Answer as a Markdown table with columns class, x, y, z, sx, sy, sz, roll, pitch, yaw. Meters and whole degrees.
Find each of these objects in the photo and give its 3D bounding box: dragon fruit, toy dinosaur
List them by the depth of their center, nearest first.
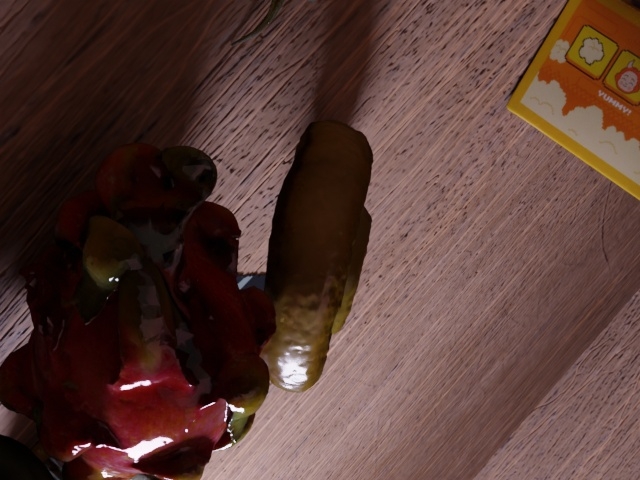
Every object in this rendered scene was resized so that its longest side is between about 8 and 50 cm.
| class | x | y | z | sx | sy | sz | roll | pitch | yaw |
| --- | --- | --- | --- | --- | --- | --- | --- | --- | --- |
| dragon fruit | -0.158 | 0.071 | 0.980 | 0.227 | 0.243 | 0.307 | -30 | 110 | -39 |
| toy dinosaur | -0.014 | -0.235 | 0.980 | 0.058 | 0.037 | 0.180 | 12 | 112 | -36 |

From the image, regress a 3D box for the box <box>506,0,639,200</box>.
| class | x | y | z | sx | sy | sz | roll | pitch | yaw |
| --- | --- | --- | --- | --- | --- | --- | --- | --- | --- |
| box | 0.452 | -0.194 | 1.536 | 0.283 | 0.259 | 0.214 | -9 | 132 | -55 |

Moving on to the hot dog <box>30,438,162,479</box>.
| class | x | y | z | sx | sy | sz | roll | pitch | yaw |
| --- | --- | --- | --- | --- | --- | --- | --- | --- | --- |
| hot dog | -0.259 | 0.278 | 1.226 | 0.163 | 0.082 | 0.270 | 8 | 137 | -30 |

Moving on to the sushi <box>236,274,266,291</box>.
| class | x | y | z | sx | sy | sz | roll | pitch | yaw |
| --- | --- | --- | --- | --- | --- | --- | --- | --- | --- |
| sushi | -0.156 | 0.164 | 1.296 | 0.294 | 0.059 | 0.292 | -2 | 128 | -57 |

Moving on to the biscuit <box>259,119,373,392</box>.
| class | x | y | z | sx | sy | sz | roll | pitch | yaw |
| --- | --- | --- | --- | --- | --- | --- | --- | --- | --- |
| biscuit | 0.001 | 0.000 | 1.128 | 0.213 | 0.091 | 0.274 | 101 | 4 | -50 |

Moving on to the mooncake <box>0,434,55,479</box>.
| class | x | y | z | sx | sy | sz | roll | pitch | yaw |
| --- | --- | --- | --- | --- | --- | --- | --- | --- | --- |
| mooncake | -0.357 | 0.324 | 0.957 | 0.351 | 0.187 | 0.351 | -36 | 170 | -7 |
